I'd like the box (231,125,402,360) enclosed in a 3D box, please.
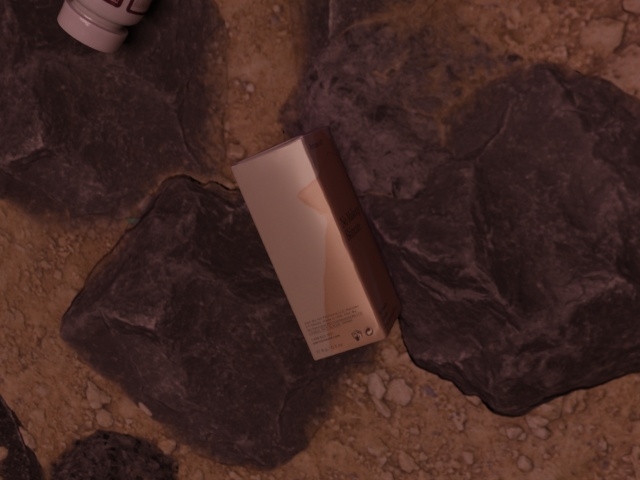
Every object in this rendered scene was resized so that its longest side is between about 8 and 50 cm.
[{"bbox_3d":[0.000,0.000,1.125,0.121,0.148,0.311,-20,99,20],"label":"box"}]

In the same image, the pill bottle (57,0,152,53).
[{"bbox_3d":[-0.296,-0.398,1.118,0.121,0.121,0.221,38,112,4],"label":"pill bottle"}]
